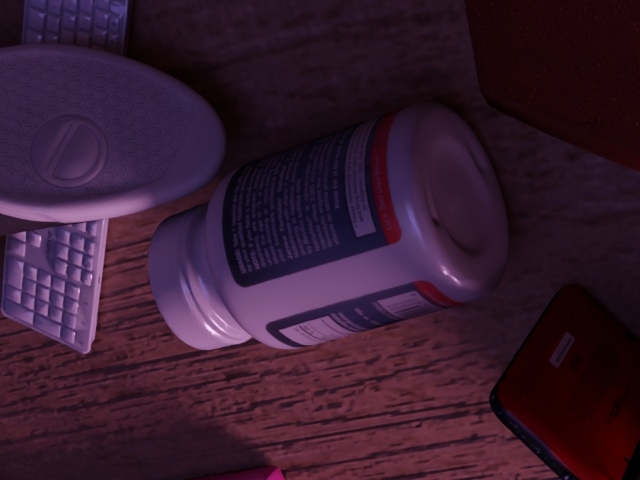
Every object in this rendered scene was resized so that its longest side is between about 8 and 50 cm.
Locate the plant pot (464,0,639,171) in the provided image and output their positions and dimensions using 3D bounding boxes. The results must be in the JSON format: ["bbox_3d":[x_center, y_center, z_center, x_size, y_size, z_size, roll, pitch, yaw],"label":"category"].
[{"bbox_3d":[0.191,-0.162,0.610,0.235,0.267,0.267,4,114,38],"label":"plant pot"}]

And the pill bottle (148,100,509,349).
[{"bbox_3d":[0.000,0.000,0.847,0.180,0.108,0.108,-17,104,30],"label":"pill bottle"}]

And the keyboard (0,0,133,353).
[{"bbox_3d":[-0.158,-0.051,0.953,0.072,0.014,0.256,19,119,16],"label":"keyboard"}]

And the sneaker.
[{"bbox_3d":[-0.194,-0.035,0.926,0.295,0.147,0.104,-4,69,5],"label":"sneaker"}]

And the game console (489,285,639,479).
[{"bbox_3d":[0.131,0.112,0.813,0.124,0.144,0.085,43,122,2],"label":"game console"}]

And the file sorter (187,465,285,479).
[{"bbox_3d":[-0.147,0.295,1.003,0.290,0.182,0.202,-14,105,29],"label":"file sorter"}]
